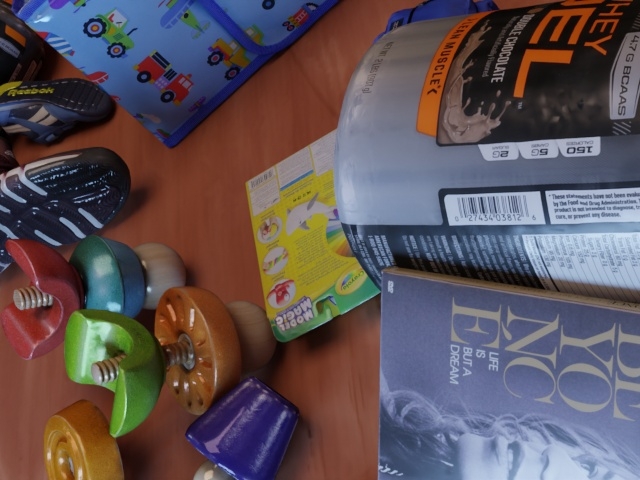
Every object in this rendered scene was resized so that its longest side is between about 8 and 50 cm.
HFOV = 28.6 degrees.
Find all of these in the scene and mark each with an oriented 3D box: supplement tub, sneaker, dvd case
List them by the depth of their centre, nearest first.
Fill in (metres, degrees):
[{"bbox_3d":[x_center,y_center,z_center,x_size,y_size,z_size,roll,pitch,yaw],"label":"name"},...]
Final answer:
[{"bbox_3d":[0.133,0.111,0.759,0.221,0.018,0.164,8,105,31],"label":"dvd case"},{"bbox_3d":[0.193,-0.052,0.787,0.338,0.207,0.207,-1,60,38],"label":"supplement tub"},{"bbox_3d":[-0.309,-0.063,1.277,0.281,0.106,0.162,-25,44,24],"label":"sneaker"},{"bbox_3d":[-0.287,-0.139,1.354,0.144,0.059,0.053,3,41,19],"label":"sneaker"},{"bbox_3d":[-0.388,-0.188,1.419,0.117,0.117,0.190,4,63,40],"label":"supplement tub"}]

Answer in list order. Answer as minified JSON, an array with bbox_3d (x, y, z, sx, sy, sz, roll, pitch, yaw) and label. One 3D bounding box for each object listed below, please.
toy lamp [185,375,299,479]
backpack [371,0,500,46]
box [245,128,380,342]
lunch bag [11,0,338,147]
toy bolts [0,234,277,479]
[{"bbox_3d":[-0.114,0.223,0.928,0.274,0.080,0.080,-52,43,-6],"label":"toy lamp"},{"bbox_3d":[0.090,-0.142,1.016,0.120,0.101,0.098,-13,46,36],"label":"backpack"},{"bbox_3d":[0.000,0.000,1.026,0.105,0.043,0.179,-29,44,19],"label":"box"},{"bbox_3d":[-0.107,-0.264,1.171,0.293,0.221,0.138,-33,45,16],"label":"lunch bag"},{"bbox_3d":[-0.154,0.097,1.050,0.228,0.158,0.218,47,134,38],"label":"toy bolts"}]
